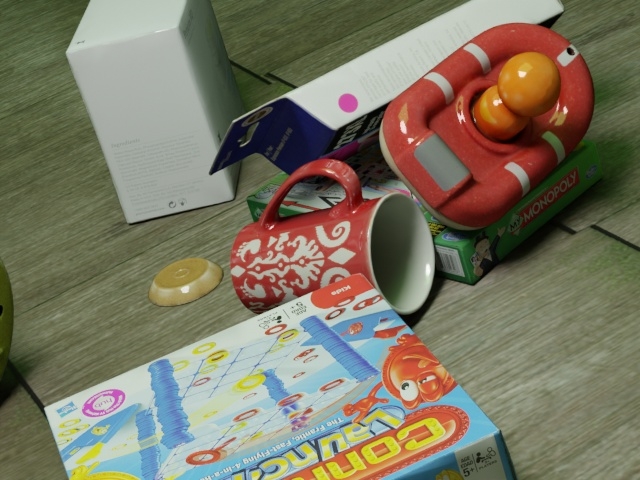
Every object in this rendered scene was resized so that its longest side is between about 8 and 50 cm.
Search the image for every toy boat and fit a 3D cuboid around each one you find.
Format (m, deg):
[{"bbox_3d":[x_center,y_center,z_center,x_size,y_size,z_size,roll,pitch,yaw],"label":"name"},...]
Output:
[{"bbox_3d":[0.174,-0.125,1.454,0.231,0.151,0.151,-40,-2,-34],"label":"toy boat"}]

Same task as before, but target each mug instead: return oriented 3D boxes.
[{"bbox_3d":[0.006,0.002,1.470,0.169,0.150,0.113,-7,-1,36],"label":"mug"}]

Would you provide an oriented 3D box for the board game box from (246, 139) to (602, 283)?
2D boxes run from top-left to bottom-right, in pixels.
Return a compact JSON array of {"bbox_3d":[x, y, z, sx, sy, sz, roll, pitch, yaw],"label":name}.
[{"bbox_3d":[0.102,-0.055,1.622,0.317,0.046,0.213,14,42,46],"label":"board game box"}]

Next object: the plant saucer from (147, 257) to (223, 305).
[{"bbox_3d":[-0.143,0.040,1.629,0.083,0.015,0.083,-14,27,7],"label":"plant saucer"}]

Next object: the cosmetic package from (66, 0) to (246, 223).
[{"bbox_3d":[-0.184,-0.179,1.830,0.138,0.224,0.224,-13,28,9],"label":"cosmetic package"}]

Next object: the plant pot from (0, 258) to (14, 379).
[{"bbox_3d":[-0.499,0.060,1.495,0.353,0.366,0.366,14,40,29],"label":"plant pot"}]

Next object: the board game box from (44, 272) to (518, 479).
[{"bbox_3d":[-0.042,0.174,1.239,0.308,0.086,0.302,-23,27,-10],"label":"board game box"}]

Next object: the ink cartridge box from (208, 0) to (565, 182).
[{"bbox_3d":[0.066,-0.154,1.611,0.371,0.069,0.176,-26,-8,-17],"label":"ink cartridge box"}]
